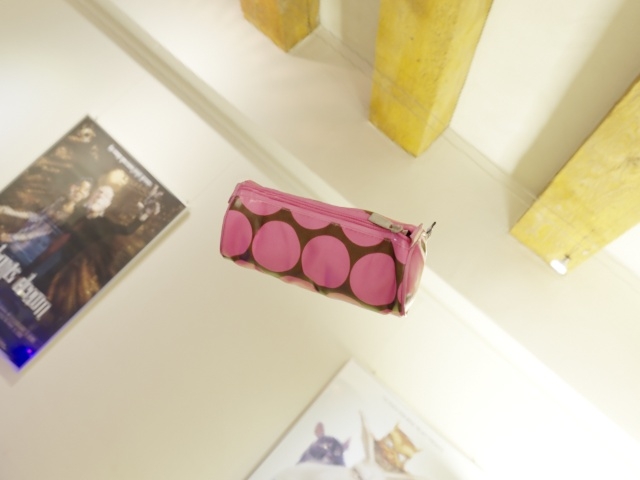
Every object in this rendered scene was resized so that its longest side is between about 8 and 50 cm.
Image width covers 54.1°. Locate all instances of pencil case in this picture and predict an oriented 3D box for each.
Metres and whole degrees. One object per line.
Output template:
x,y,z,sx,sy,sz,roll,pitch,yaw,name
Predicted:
0.000,0.000,0.613,0.209,0.095,0.098,14,-36,18,pencil case
